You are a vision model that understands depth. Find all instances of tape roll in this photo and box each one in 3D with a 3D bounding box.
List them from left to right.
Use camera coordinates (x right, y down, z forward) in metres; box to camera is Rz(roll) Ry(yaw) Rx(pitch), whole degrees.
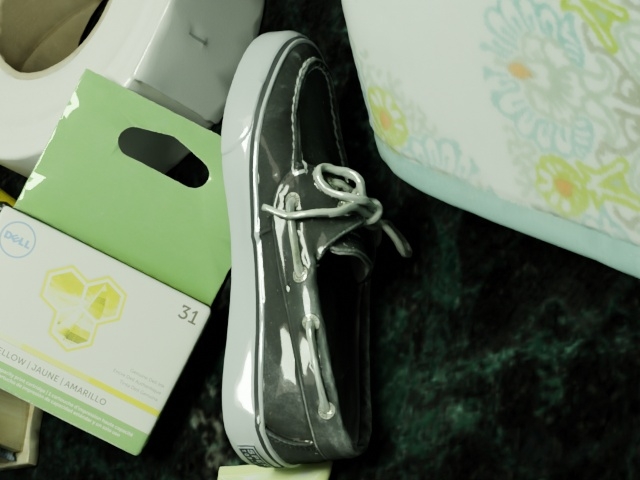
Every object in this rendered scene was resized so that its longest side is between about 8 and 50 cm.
[{"bbox_3d":[-0.180,-0.179,1.578,0.286,0.100,0.286,-19,58,34],"label":"tape roll"}]

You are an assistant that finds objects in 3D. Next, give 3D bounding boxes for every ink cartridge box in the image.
[{"bbox_3d":[-0.153,0.014,1.424,0.235,0.171,0.056,-63,2,0],"label":"ink cartridge box"}]

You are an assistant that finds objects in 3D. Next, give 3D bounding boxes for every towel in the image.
[{"bbox_3d":[0.144,-0.143,1.144,0.090,0.321,0.374,-32,37,-31],"label":"towel"}]

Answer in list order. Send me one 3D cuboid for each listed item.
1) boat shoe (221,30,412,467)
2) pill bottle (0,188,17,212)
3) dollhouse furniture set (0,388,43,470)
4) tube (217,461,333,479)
[{"bbox_3d":[-0.002,-0.001,1.329,0.105,0.113,0.306,-8,67,32],"label":"boat shoe"},{"bbox_3d":[-0.273,0.018,1.554,0.208,0.119,0.119,32,92,45],"label":"pill bottle"},{"bbox_3d":[-0.311,0.190,1.497,0.129,0.129,0.184,-12,63,38],"label":"dollhouse furniture set"},{"bbox_3d":[-0.049,0.256,1.286,0.062,0.070,0.240,114,168,-62],"label":"tube"}]
